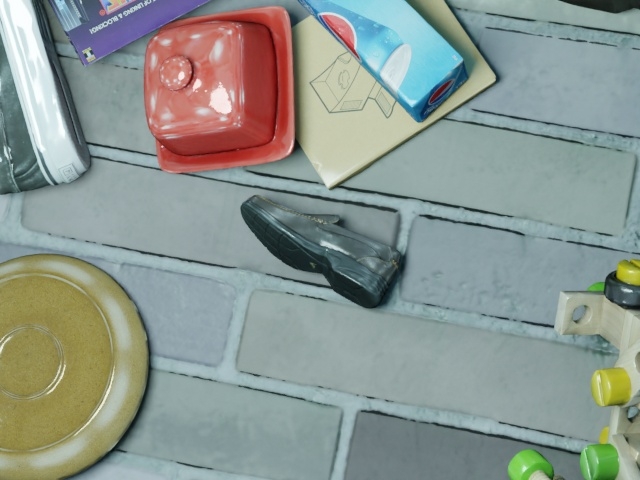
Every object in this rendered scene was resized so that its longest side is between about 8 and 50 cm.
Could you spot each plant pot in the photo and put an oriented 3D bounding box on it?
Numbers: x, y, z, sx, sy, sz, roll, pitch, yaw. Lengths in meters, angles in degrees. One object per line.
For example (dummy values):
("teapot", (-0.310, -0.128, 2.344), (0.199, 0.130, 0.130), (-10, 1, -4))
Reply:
("plant pot", (-0.288, 0.124, 1.886), (0.236, 0.032, 0.236), (-3, 75, 11))

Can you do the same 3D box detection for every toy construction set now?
("toy construction set", (0.268, 0.161, 1.743), (0.309, 0.257, 0.237), (-26, 34, -12))

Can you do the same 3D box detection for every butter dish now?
("butter dish", (-0.117, -0.155, 1.861), (0.160, 0.118, 0.160), (-6, 81, 26))

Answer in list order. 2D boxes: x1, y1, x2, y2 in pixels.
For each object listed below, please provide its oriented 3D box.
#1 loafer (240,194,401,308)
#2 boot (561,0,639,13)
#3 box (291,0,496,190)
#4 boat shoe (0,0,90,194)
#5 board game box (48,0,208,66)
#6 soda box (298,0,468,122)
("loafer", (0.000, 0.000, 1.871), (0.170, 0.062, 0.061), (33, 66, 8))
("boot", (0.364, -0.266, 1.831), (0.305, 0.112, 0.115), (19, 74, 13))
("box", (0.049, -0.171, 1.901), (0.201, 0.021, 0.164), (-33, 78, 3))
("boat shoe", (-0.337, -0.207, 1.911), (0.119, 0.121, 0.335), (-18, 82, 1))
("board game box", (-0.196, -0.276, 1.895), (0.170, 0.048, 0.141), (-29, 108, -6))
("soda box", (0.048, -0.217, 1.862), (0.071, 0.067, 0.210), (-43, 76, -1))
